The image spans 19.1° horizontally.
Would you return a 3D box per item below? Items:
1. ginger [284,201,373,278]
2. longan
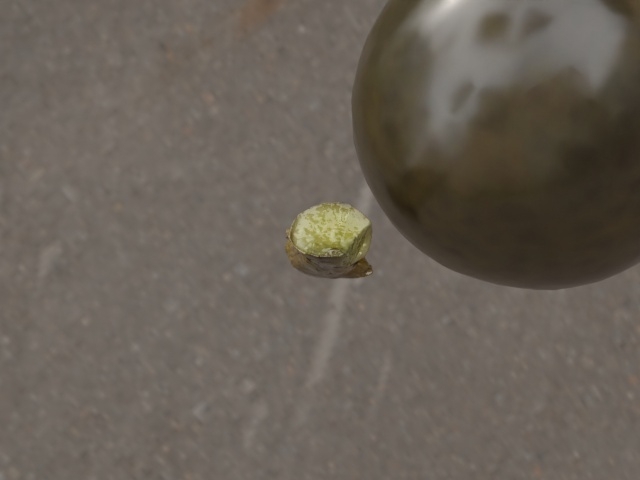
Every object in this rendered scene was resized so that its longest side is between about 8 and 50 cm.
[{"bbox_3d":[0.005,0.002,1.227,0.057,0.137,0.044,-9,83,-6],"label":"ginger"},{"bbox_3d":[0.147,-0.091,1.262,0.258,0.258,0.258,-15,51,18],"label":"longan"}]
